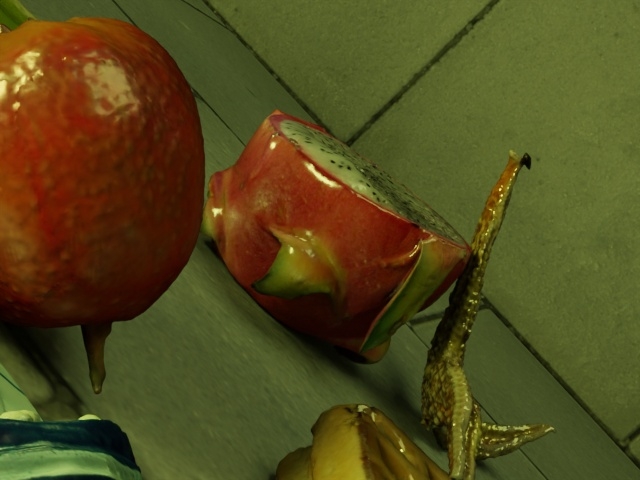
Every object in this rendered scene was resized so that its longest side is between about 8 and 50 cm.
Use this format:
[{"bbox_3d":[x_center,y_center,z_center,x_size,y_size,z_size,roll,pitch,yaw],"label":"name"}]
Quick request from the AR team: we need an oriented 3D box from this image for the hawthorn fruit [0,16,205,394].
[{"bbox_3d":[-0.156,-0.019,0.595,0.196,0.196,0.226,-54,130,-79],"label":"hawthorn fruit"}]

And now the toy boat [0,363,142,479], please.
[{"bbox_3d":[-0.203,0.053,0.474,0.291,0.067,0.220,38,6,27],"label":"toy boat"}]

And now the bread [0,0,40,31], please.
[{"bbox_3d":[-0.277,-0.167,0.866,0.236,0.070,0.236,43,5,-4],"label":"bread"}]

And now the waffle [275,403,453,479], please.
[{"bbox_3d":[0.107,0.271,0.682,0.328,0.098,0.224,45,12,-12],"label":"waffle"}]

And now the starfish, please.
[{"bbox_3d":[0.184,0.127,1.127,0.132,0.384,0.398,6,-24,21],"label":"starfish"}]

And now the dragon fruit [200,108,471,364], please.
[{"bbox_3d":[0.000,0.000,1.083,0.290,0.189,0.290,36,10,-7],"label":"dragon fruit"}]
